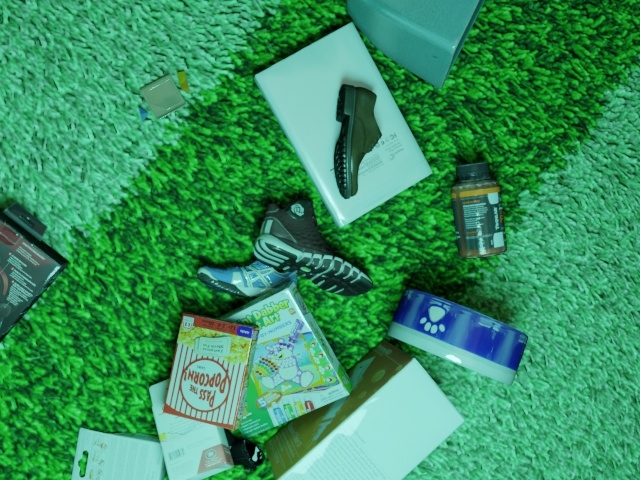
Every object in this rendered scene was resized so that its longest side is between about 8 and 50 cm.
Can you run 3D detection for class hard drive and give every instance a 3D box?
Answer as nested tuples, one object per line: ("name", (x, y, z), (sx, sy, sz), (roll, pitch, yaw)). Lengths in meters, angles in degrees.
("hard drive", (0.050, -0.237, 1.458), (0.233, 0.047, 0.353), (-31, 98, -8))

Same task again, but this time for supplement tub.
("supplement tub", (0.333, -0.065, 1.491), (0.106, 0.106, 0.198), (-9, 94, -11))

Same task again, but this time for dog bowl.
("dog bowl", (0.273, 0.191, 1.409), (0.265, 0.265, 0.104), (23, 85, -11))

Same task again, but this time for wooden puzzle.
("wooden puzzle", (-0.313, -0.286, 1.402), (0.116, 0.014, 0.078), (-24, 92, -9))

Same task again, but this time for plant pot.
("plant pot", (0.190, -0.490, 1.386), (0.252, 0.247, 0.248), (26, 87, 6))

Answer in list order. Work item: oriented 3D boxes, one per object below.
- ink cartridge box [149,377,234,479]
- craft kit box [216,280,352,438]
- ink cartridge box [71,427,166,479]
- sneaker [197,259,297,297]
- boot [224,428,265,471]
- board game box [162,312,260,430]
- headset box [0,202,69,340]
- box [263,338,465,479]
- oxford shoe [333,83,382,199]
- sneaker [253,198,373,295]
("ink cartridge box", (-0.255, 0.365, 1.380), (0.115, 0.067, 0.198), (-21, 65, 0))
("craft kit box", (-0.102, 0.240, 1.394), (0.250, 0.061, 0.246), (-28, 96, 16))
("ink cartridge box", (-0.402, 0.458, 1.412), (0.179, 0.045, 0.145), (10, 91, 7))
("sneaker", (-0.146, 0.076, 1.423), (0.211, 0.080, 0.081), (13, 83, -21))
("boot", (-0.171, 0.411, 1.412), (0.045, 0.099, 0.121), (-43, 104, -35))
("board game box", (-0.206, 0.246, 1.333), (0.147, 0.045, 0.193), (10, 87, 12))
("headset box", (-0.633, 0.065, 1.304), (0.218, 0.110, 0.293), (40, 85, -11))
("box", (0.078, 0.386, 1.403), (0.345, 0.215, 0.168), (-40, 99, -8))
("oxford shoe", (0.079, -0.193, 1.401), (0.096, 0.083, 0.227), (5, 93, -16))
("sneaker", (0.000, 0.000, 1.435), (0.281, 0.106, 0.162), (26, 55, -31))
